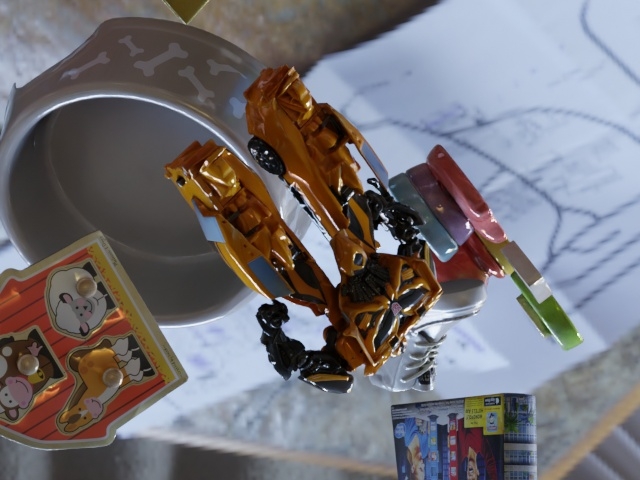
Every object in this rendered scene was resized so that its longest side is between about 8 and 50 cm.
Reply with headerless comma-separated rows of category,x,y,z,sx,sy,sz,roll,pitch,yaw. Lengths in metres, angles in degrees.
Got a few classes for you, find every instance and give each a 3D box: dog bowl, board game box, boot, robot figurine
dog bowl,-0.178,-0.055,1.523,0.348,0.102,0.349,6,128,8
board game box,0.120,0.220,1.144,0.060,0.194,0.194,3,171,-22
boot,0.127,0.118,1.768,0.095,0.123,0.258,-14,180,-26
robot figurine,0.000,0.000,1.321,0.291,0.211,0.085,52,155,-22

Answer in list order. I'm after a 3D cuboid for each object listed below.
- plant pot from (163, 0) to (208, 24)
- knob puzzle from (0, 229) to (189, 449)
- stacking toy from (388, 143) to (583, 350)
plant pot,-0.164,-0.323,1.789,0.083,0.081,0.081,-43,109,1
knob puzzle,-0.243,0.111,1.363,0.213,0.213,0.030,7,-178,-19
stacking toy,0.201,0.041,1.938,0.130,0.279,0.309,-36,145,5
